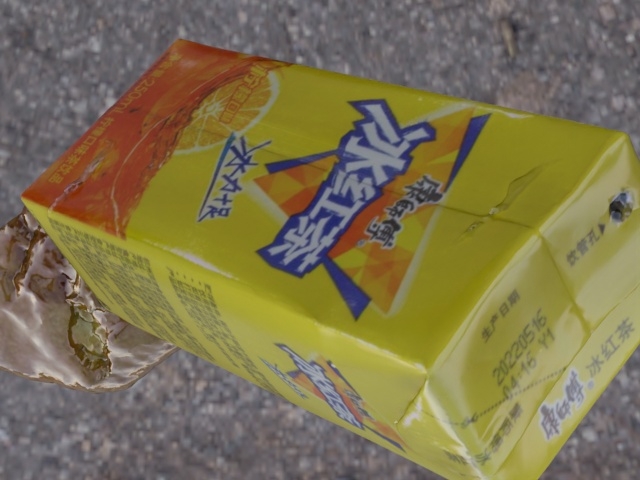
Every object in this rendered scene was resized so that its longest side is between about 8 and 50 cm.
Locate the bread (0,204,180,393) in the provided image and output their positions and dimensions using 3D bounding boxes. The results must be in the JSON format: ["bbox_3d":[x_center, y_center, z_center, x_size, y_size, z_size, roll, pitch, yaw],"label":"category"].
[{"bbox_3d":[-0.165,0.016,1.247,0.340,0.194,0.179,-38,93,20],"label":"bread"}]

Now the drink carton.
[{"bbox_3d":[0.000,0.000,0.754,0.154,0.351,0.111,-48,129,-19],"label":"drink carton"}]
